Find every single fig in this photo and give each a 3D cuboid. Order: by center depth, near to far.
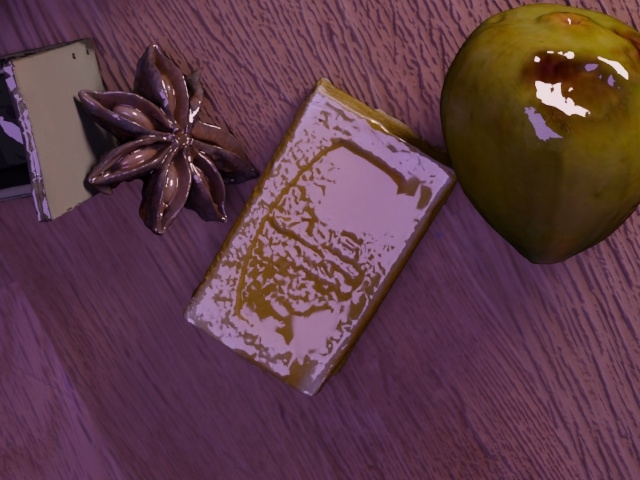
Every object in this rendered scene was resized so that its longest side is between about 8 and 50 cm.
[{"bbox_3d":[0.236,-0.102,1.490,0.240,0.239,0.271,10,116,6],"label":"fig"}]

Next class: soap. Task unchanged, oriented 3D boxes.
[{"bbox_3d":[0.000,0.000,1.619,0.199,0.091,0.315,33,105,2],"label":"soap"}]

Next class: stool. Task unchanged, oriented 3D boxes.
[{"bbox_3d":[-0.376,-0.102,1.558,0.244,0.269,0.170,-11,101,11],"label":"stool"}]

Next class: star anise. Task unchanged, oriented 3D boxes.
[{"bbox_3d":[-0.176,-0.099,1.589,0.073,0.197,0.212,-18,102,52],"label":"star anise"}]
